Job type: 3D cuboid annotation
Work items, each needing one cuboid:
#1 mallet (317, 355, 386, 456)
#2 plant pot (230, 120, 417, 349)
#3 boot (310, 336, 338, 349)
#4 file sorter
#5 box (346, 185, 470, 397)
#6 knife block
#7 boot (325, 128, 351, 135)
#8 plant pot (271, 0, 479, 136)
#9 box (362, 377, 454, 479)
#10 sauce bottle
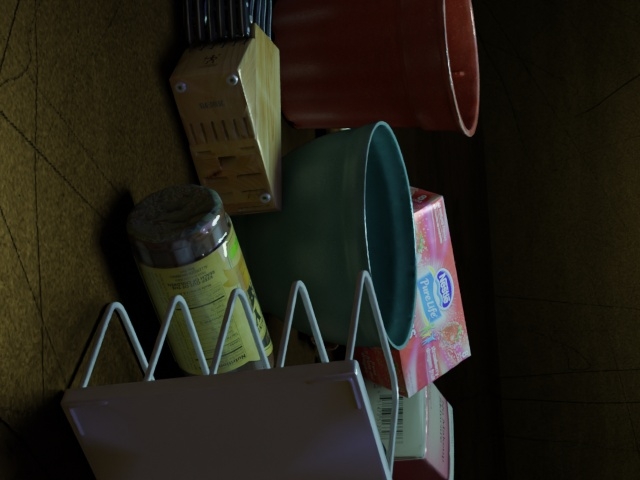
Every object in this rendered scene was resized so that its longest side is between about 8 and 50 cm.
[{"bbox_3d":[0.037,0.241,2.009,0.190,0.039,0.062,60,2,26],"label":"mallet"},{"bbox_3d":[0.000,0.000,1.779,0.293,0.196,0.293,-4,90,-75],"label":"plant pot"},{"bbox_3d":[0.001,0.068,2.002,0.197,0.073,0.152,47,45,-62],"label":"boot"},{"bbox_3d":[-0.074,0.155,1.340,0.173,0.277,0.193,-81,160,-52],"label":"file sorter"},{"bbox_3d":[0.121,0.074,2.179,0.154,0.142,0.300,-29,121,-31],"label":"box"},{"bbox_3d":[-0.098,-0.200,1.687,0.242,0.088,0.276,-70,151,-54],"label":"knife block"},{"bbox_3d":[0.064,-0.192,2.266,0.262,0.095,0.203,-9,93,-70],"label":"boot"},{"bbox_3d":[0.079,-0.276,2.015,0.272,0.265,0.272,-4,90,-74],"label":"plant pot"},{"bbox_3d":[0.142,0.323,2.317,0.232,0.127,0.149,50,38,-63],"label":"box"},{"bbox_3d":[-0.115,0.100,1.509,0.111,0.111,0.344,-76,157,-49],"label":"sauce bottle"}]
